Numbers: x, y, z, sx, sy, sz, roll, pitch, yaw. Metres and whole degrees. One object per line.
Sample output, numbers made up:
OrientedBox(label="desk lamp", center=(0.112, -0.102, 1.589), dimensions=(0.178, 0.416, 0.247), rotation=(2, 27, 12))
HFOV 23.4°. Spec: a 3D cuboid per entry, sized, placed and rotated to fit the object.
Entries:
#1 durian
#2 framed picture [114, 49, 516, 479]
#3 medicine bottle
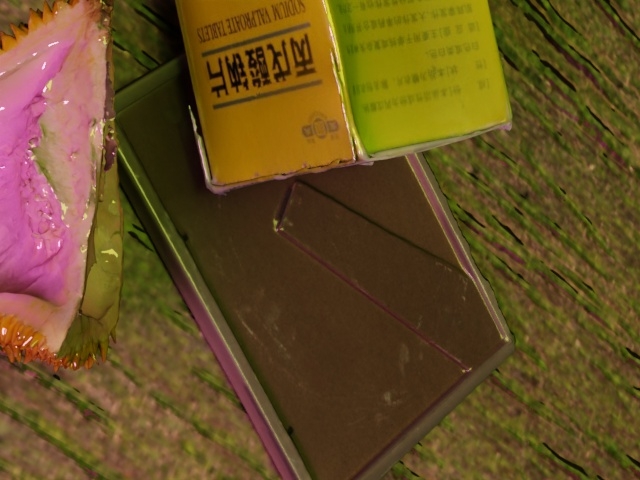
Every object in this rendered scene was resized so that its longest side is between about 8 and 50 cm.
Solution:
OrientedBox(label="durian", center=(-0.141, -0.021, 0.778), dimensions=(0.165, 0.132, 0.182), rotation=(-17, 82, -50))
OrientedBox(label="framed picture", center=(0.000, 0.000, 0.957), dimensions=(0.213, 0.016, 0.289), rotation=(-38, 106, -36))
OrientedBox(label="medicine bottle", center=(-0.002, -0.160, 0.877), dimensions=(0.141, 0.137, 0.250), rotation=(-17, 96, -42))
